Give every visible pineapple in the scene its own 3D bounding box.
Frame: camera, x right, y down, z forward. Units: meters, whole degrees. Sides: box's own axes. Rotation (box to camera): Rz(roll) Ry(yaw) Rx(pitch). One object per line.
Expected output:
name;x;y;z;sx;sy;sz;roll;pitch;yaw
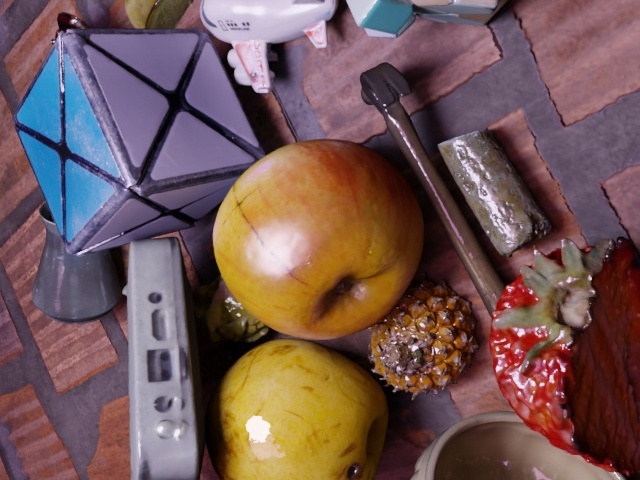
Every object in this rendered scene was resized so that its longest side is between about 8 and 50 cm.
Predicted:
pineapple;0.127;0.150;0.904;0.161;0.137;0.175;41;119;20

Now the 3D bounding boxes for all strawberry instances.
strawberry;0.301;0.131;0.763;0.150;0.280;0.253;-2;63;45

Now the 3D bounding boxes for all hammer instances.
hammer;0.174;-0.039;0.856;0.044;0.168;0.439;-30;92;3

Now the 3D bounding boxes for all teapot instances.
teapot;-0.480;0.027;1.264;0.203;0.171;0.225;-113;30;-57

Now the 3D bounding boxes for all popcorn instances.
popcorn;-0.149;0.117;1.100;0.145;0.126;0.125;20;86;46

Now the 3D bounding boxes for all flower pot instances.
flower pot;0.240;0.401;0.806;0.308;0.307;0.244;31;132;25

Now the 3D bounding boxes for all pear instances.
pear;-0.036;0.281;0.964;0.281;0.281;0.280;8;105;32

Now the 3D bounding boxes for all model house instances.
model house;-0.449;-0.307;1.167;0.141;0.203;0.164;27;87;-8

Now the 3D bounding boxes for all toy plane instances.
toy plane;-0.082;-0.348;0.952;0.252;0.118;0.251;7;103;35

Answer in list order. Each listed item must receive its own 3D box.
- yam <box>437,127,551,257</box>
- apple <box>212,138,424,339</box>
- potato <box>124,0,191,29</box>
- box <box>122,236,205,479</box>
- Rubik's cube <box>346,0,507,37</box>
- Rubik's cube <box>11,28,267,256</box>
yam;0.225;-0.068;0.831;0.078;0.078;0.179;-35;77;34
apple;0.000;0.000;0.868;0.233;0.286;0.285;55;128;43
potato;-0.283;-0.441;1.086;0.149;0.081;0.120;-44;77;33
box;-0.259;0.246;1.035;0.396;0.111;0.395;109;153;-50
Rubik's cube;0.123;-0.341;0.730;0.224;0.265;0.212;23;110;44
Rubik's cube;-0.279;-0.151;0.980;0.259;0.255;0.260;-35;80;45
